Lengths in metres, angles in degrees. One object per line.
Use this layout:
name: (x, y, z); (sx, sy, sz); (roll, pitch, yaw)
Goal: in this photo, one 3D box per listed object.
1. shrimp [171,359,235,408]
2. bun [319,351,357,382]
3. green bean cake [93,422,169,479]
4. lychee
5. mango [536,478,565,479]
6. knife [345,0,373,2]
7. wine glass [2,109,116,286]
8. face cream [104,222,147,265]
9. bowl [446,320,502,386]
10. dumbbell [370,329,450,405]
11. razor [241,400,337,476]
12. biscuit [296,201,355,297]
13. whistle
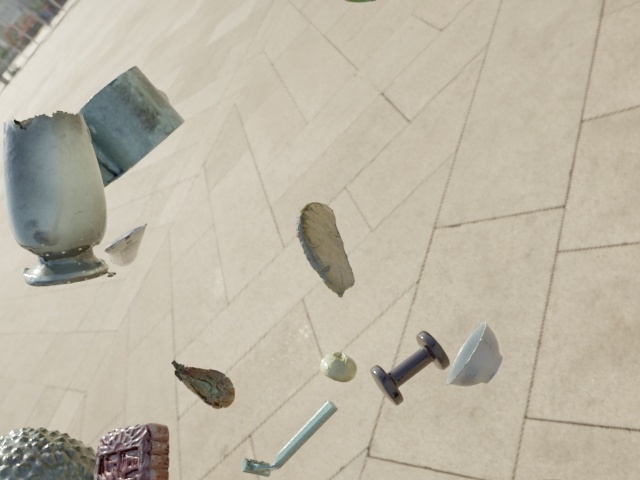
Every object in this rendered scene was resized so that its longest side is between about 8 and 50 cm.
shrimp: (-0.294, 0.352, 1.511); (0.091, 0.184, 0.043); (-63, -4, 6)
bun: (0.041, 0.277, 1.353); (0.086, 0.086, 0.054); (30, 109, 59)
green bean cake: (-0.319, 0.380, 1.016); (0.135, 0.056, 0.135); (-21, 58, 25)
lychee: (-0.508, 0.470, 1.110); (0.255, 0.255, 0.274); (-45, 67, 13)
mango: (0.478, 0.600, 1.314); (0.316, 0.193, 0.146); (-35, 38, 50)
knife: (0.026, -0.444, 1.096); (0.054, 0.212, 0.015); (11, 110, 34)
wine glass: (-0.316, -0.048, 0.726); (0.111, 0.111, 0.204); (9, 107, 56)
face cream: (-0.398, 0.014, 1.227); (0.092, 0.058, 0.244); (-38, 5, -22)
bowl: (0.400, 0.305, 1.525); (0.189, 0.086, 0.189); (-56, -9, -13)
dumbbell: (0.272, 0.388, 1.847); (0.225, 0.140, 0.124); (-34, 1, -9)
razor: (-0.065, 0.507, 1.526); (0.278, 0.111, 0.056); (-41, 49, 9)
biscuit: (0.001, -0.001, 1.348); (0.038, 0.141, 0.289); (-40, 41, 27)
whistle: (-0.481, -0.227, 1.359); (0.405, 0.168, 0.188); (-47, 18, -22)
